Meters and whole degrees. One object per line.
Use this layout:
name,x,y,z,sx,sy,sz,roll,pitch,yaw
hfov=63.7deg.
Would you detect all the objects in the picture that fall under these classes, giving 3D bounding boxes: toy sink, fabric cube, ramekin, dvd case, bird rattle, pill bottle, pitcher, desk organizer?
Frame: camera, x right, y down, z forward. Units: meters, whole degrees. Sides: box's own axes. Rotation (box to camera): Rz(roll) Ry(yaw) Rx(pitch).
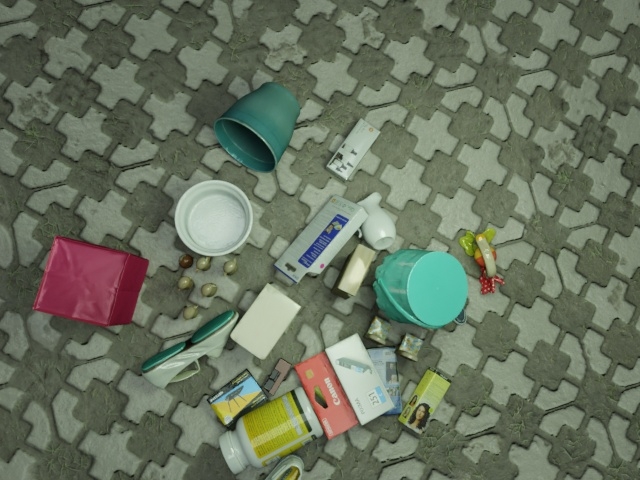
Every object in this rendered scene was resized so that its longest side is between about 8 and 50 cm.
toy sink,-0.201,0.297,1.876,0.152,0.131,0.234,35,77,0
fabric cube,-0.779,0.144,1.781,0.254,0.258,0.259,15,82,-2
ramekin,-0.385,-0.073,1.899,0.277,0.135,0.278,1,82,-4
dvd case,0.206,0.531,1.938,0.180,0.022,0.253,-5,84,-5
bird rattle,0.614,0.074,1.946,0.143,0.207,0.254,-11,74,12
pill bottle,-0.174,0.671,1.804,0.333,0.188,0.188,-25,86,-8
pitcher,0.182,-0.060,1.943,0.177,0.125,0.207,-24,56,7
desk organizer,-0.159,0.501,1.897,0.050,0.047,0.130,31,82,2

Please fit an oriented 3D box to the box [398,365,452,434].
box,0.390,0.595,1.918,0.087,0.058,0.232,35,81,-17

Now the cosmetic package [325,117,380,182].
cosmetic package,0.127,-0.352,2.016,0.098,0.060,0.239,35,82,-1

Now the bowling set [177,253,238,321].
bowling set,-0.453,0.135,1.861,0.199,0.154,0.287,38,81,0

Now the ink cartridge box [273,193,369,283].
ink cartridge box,0.000,0.000,1.909,0.371,0.175,0.069,-48,130,-10

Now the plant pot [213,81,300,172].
plant pot,-0.211,-0.435,1.909,0.271,0.272,0.255,33,67,0

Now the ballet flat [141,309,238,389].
ballet flat,-0.446,0.400,1.857,0.400,0.139,0.139,-32,87,-4

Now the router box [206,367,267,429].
router box,-0.302,0.575,1.876,0.179,0.046,0.133,-37,88,-8

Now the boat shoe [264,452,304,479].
boat shoe,-0.177,0.927,1.789,0.135,0.156,0.367,39,81,1

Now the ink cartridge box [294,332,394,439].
ink cartridge box,0.083,0.528,1.867,0.261,0.066,0.296,-25,78,-11

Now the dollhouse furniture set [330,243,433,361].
dollhouse furniture set,0.258,0.191,1.855,0.394,0.256,0.362,26,79,0

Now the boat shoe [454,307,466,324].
boat shoe,0.519,0.235,1.968,0.065,0.083,0.184,-18,85,-7

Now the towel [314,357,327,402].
towel,0.040,0.551,1.909,0.237,0.021,0.102,41,84,6

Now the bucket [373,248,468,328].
bucket,0.337,0.156,1.711,0.281,0.183,0.281,0,89,-24
